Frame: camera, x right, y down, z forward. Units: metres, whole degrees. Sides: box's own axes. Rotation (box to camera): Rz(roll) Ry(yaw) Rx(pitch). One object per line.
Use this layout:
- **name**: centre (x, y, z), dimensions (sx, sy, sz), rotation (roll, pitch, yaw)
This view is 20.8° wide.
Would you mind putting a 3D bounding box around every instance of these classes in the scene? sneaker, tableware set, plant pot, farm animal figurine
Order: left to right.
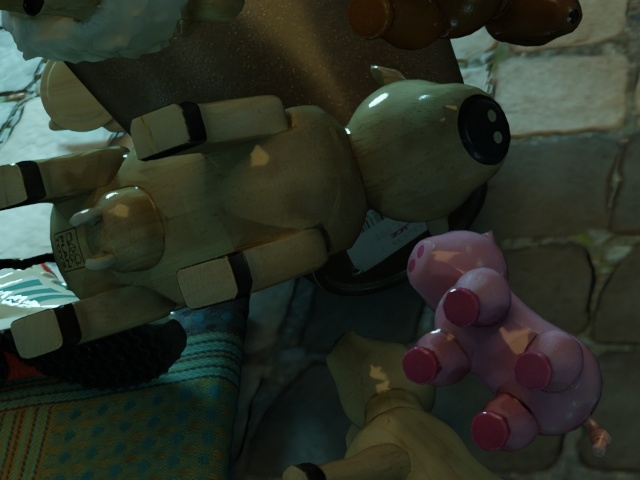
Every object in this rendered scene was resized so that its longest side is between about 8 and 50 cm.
- **sneaker**: centre (-0.143, 0.036, 0.923), dimensions (0.161, 0.057, 0.075), rotation (-6, 45, 21)
- **tableware set**: centre (-0.127, -0.154, 1.145), dimensions (0.141, 0.020, 0.169), rotation (-17, 76, 15)
- **plant pot**: centre (-0.013, -0.088, 0.965), dimensions (0.215, 0.215, 0.230), rotation (-28, 58, -8)
- **farm animal figurine**: centre (0.000, 0.000, 0.790), dimensions (0.326, 0.330, 0.172), rotation (4, 10, 31)

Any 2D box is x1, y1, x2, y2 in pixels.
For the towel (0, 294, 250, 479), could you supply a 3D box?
- **towel**: centre (-0.176, 0.165, 0.860), dimensions (0.271, 0.040, 0.370), rotation (-8, 39, 13)
